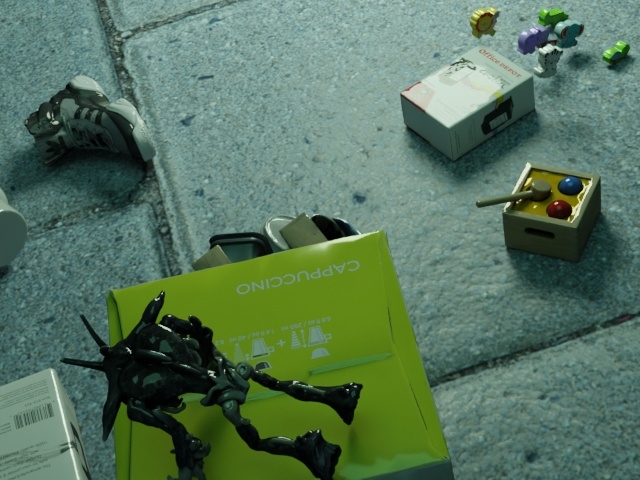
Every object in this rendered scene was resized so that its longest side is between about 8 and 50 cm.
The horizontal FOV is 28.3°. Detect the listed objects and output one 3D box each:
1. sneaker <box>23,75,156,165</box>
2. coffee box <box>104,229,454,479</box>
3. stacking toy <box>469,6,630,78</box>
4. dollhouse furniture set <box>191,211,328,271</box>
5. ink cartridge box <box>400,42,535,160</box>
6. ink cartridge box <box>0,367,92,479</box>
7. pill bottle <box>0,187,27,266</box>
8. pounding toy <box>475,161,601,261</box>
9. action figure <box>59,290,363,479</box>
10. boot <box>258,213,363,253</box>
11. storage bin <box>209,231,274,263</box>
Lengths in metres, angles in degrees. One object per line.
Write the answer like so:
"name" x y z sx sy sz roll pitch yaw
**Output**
"sneaker" -0.387 -0.172 2.097 0.153 0.101 0.268 -35 43 -19
"coffee box" -0.034 0.242 1.445 0.337 0.334 0.338 -13 45 1
"stacking toy" 0.374 -0.334 2.059 0.221 0.052 0.167 -14 41 -34
"dollhouse furniture set" -0.062 0.109 1.639 0.242 0.212 0.161 -37 58 -3
"ink cartridge box" 0.234 -0.222 2.012 0.175 0.072 0.127 -33 48 -18
"ink cartridge box" -0.389 0.303 1.635 0.172 0.100 0.237 -21 45 -7
"pill bottle" -0.567 -0.050 1.996 0.229 0.131 0.131 32 60 35
"pounding toy" 0.312 -0.048 1.807 0.141 0.100 0.130 13 51 24
"action figure" -0.108 0.155 1.220 0.275 0.141 0.164 17 56 5
"boot" 0.000 0.000 1.818 0.258 0.123 0.095 31 60 35
"storage bin" -0.114 0.063 1.787 0.098 0.135 0.091 -4 56 10
